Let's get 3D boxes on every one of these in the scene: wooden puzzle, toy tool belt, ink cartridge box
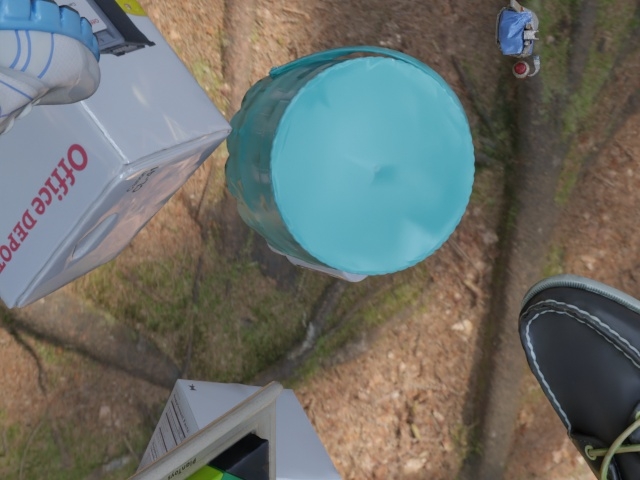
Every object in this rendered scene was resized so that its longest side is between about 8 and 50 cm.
[{"bbox_3d":[-0.100,0.252,0.648,0.221,0.044,0.238,-27,130,-49],"label":"wooden puzzle"},{"bbox_3d":[0.223,-0.229,0.950,0.052,0.051,0.083,-2,89,23],"label":"toy tool belt"},{"bbox_3d":[-0.251,-0.133,0.680,0.306,0.131,0.226,53,130,3],"label":"ink cartridge box"}]

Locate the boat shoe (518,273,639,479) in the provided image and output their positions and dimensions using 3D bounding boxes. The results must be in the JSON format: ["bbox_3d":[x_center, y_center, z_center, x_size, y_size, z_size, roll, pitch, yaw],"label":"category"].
[{"bbox_3d":[0.186,0.115,0.440,0.227,0.069,0.081,48,128,9],"label":"boat shoe"}]

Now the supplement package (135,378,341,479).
[{"bbox_3d":[-0.139,0.370,1.214,0.199,0.198,0.262,12,115,-32],"label":"supplement package"}]

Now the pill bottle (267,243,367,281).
[{"bbox_3d":[0.000,0.000,1.461,0.112,0.187,0.111,-21,117,-47],"label":"pill bottle"}]

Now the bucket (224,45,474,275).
[{"bbox_3d":[0.036,-0.090,0.986,0.281,0.183,0.281,-2,98,-18],"label":"bucket"}]

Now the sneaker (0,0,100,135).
[{"bbox_3d":[-0.141,-0.049,0.305,0.071,0.191,0.082,-14,91,19],"label":"sneaker"}]
